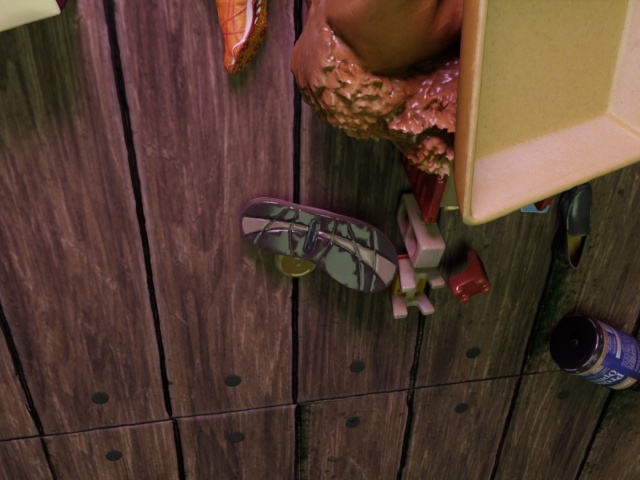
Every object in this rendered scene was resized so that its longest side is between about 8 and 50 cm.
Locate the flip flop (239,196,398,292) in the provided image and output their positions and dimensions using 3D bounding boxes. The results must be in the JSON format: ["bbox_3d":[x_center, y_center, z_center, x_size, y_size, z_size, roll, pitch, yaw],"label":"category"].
[{"bbox_3d":[0.000,0.000,1.028,0.276,0.080,0.112,18,101,-5],"label":"flip flop"}]

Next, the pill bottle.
[{"bbox_3d":[0.595,0.240,1.289,0.219,0.123,0.123,23,115,-24],"label":"pill bottle"}]

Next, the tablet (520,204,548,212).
[{"bbox_3d":[0.390,-0.087,1.099,0.054,0.006,0.083,2,123,-14],"label":"tablet"}]

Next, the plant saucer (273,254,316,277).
[{"bbox_3d":[-0.040,0.034,1.076,0.083,0.015,0.084,-6,123,-9],"label":"plant saucer"}]

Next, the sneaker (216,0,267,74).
[{"bbox_3d":[-0.108,-0.305,0.821,0.067,0.064,0.175,27,128,14],"label":"sneaker"}]

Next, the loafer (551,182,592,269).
[{"bbox_3d":[0.466,-0.026,1.121,0.062,0.061,0.170,-10,124,-5],"label":"loafer"}]

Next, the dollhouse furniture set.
[{"bbox_3d":[0.228,-0.042,1.032,0.201,0.152,0.374,-5,141,-10],"label":"dollhouse furniture set"}]

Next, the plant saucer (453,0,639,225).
[{"bbox_3d":[0.264,-0.216,0.664,0.332,0.081,0.333,-20,126,-25],"label":"plant saucer"}]

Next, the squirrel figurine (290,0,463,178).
[{"bbox_3d":[0.169,-0.288,0.783,0.370,0.281,0.397,-1,119,-27],"label":"squirrel figurine"}]

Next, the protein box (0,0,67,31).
[{"bbox_3d":[-0.412,-0.334,0.677,0.199,0.136,0.201,-17,124,-2],"label":"protein box"}]
